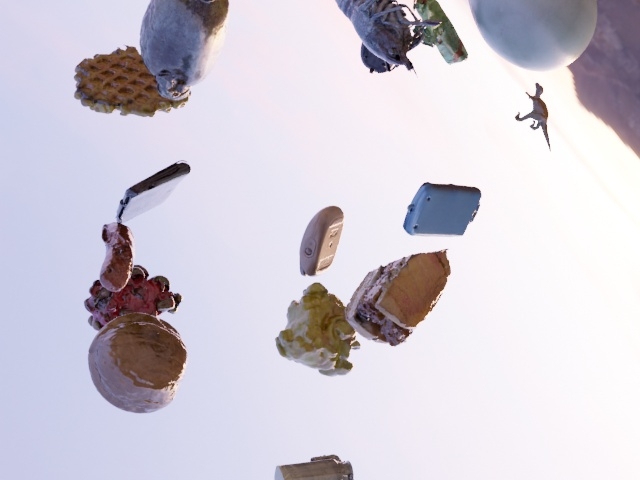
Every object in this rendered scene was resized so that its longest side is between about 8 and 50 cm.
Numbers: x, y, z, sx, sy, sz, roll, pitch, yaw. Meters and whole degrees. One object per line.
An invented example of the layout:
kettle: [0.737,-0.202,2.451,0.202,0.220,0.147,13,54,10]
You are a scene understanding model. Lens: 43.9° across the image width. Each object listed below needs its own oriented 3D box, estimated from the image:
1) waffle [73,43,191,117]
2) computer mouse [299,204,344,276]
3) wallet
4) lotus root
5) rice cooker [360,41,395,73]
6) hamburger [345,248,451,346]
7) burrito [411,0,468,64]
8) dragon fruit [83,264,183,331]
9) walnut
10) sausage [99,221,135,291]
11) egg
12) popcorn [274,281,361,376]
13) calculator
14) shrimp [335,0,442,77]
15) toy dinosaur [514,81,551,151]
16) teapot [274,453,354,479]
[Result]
waffle: [-0.464,-0.394,1.967,0.301,0.058,0.281,5,-136,-3]
computer mouse: [0.000,0.000,2.426,0.082,0.236,0.145,28,-152,24]
wallet: [-0.442,-0.118,2.040,0.172,0.318,0.045,-31,-89,-23]
lotus root: [-0.275,-0.444,1.633,0.175,0.349,0.174,13,-125,-19]
rice cooker: [0.168,-0.520,2.096,0.112,0.165,0.106,24,-141,10]
hamburger: [0.185,0.125,1.815,0.282,0.155,0.245,10,-109,-39]
burrito: [0.324,-0.583,2.229,0.288,0.104,0.054,45,-175,-44]
dragon fruit: [-0.490,0.158,2.112,0.218,0.198,0.273,41,-126,17]
walnut: [-0.410,0.273,1.778,0.228,0.228,0.228,40,-154,-25]
sausage: [-0.510,0.029,1.997,0.326,0.087,0.079,-118,15,-63]
egg: [0.420,-0.494,1.614,0.230,0.230,0.370,29,-147,-41]
popcorn: [0.003,0.266,2.387,0.242,0.235,0.250,41,-124,-46]
calculator: [0.354,-0.085,2.287,0.293,0.172,0.051,1,-149,-40]
shrimp: [0.137,-0.526,1.844,0.410,0.166,0.221,47,-176,34]
toy dinosaur: [0.599,-0.333,2.131,0.162,0.126,0.039,48,-128,10]
teapot: [-0.019,0.611,2.081,0.201,0.077,0.107,0,-153,-20]
